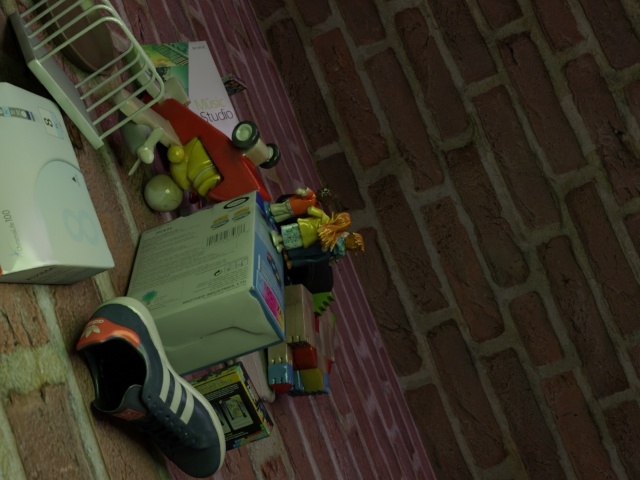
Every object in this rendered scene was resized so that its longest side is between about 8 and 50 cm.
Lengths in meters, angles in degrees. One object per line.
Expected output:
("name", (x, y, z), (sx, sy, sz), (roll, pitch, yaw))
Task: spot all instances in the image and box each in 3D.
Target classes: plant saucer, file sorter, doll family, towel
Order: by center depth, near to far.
("file sorter", (-0.421, -0.337, 1.506), (0.192, 0.173, 0.277), (57, -3, -39))
("doll family", (0.000, 0.000, 1.659), (0.263, 0.163, 0.118), (66, 10, -56))
("plant saucer", (-0.534, -0.479, 1.783), (0.278, 0.041, 0.277), (-22, 90, -79))
("towel", (-0.187, 0.247, 1.966), (0.187, 0.049, 0.282), (36, 35, -67))

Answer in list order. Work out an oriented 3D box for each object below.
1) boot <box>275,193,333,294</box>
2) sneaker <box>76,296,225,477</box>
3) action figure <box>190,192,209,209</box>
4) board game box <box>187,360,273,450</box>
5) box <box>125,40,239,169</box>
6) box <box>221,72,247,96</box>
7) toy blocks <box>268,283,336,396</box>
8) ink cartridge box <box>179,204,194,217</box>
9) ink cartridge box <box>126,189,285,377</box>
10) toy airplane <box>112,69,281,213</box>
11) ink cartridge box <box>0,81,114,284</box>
("boot", (-0.048, 0.066, 2.474), (0.445, 0.146, 0.366), (-111, 179, -76))
("sneaker", (-0.282, 0.268, 1.341), (0.350, 0.131, 0.148), (59, 20, -13))
("action figure", (-0.284, -0.210, 2.187), (0.091, 0.139, 0.280), (55, 15, -49))
("board game box", (-0.192, 0.314, 1.507), (0.048, 0.170, 0.141), (-62, 129, -73))
("box", (-0.334, -0.348, 2.102), (0.232, 0.058, 0.321), (-19, 82, -44))
("box", (-0.307, -0.506, 2.726), (0.027, 0.094, 0.137), (68, 12, 6))
("toy blocks", (-0.045, 0.279, 2.113), (0.381, 0.191, 0.260), (50, 34, -65))
("ink cartridge box", (-0.308, -0.025, 1.970), (0.115, 0.029, 0.062), (-99, 162, -51))
("ink cartridge box", (-0.216, 0.062, 1.618), (0.395, 0.270, 0.151), (-96, 164, -55))
("toy airplane", (-0.309, -0.194, 1.829), (0.386, 0.272, 0.384), (36, -2, -19))
("ink cartridge box", (-0.473, -0.094, 1.213), (0.385, 0.091, 0.308), (19, 50, -76))
